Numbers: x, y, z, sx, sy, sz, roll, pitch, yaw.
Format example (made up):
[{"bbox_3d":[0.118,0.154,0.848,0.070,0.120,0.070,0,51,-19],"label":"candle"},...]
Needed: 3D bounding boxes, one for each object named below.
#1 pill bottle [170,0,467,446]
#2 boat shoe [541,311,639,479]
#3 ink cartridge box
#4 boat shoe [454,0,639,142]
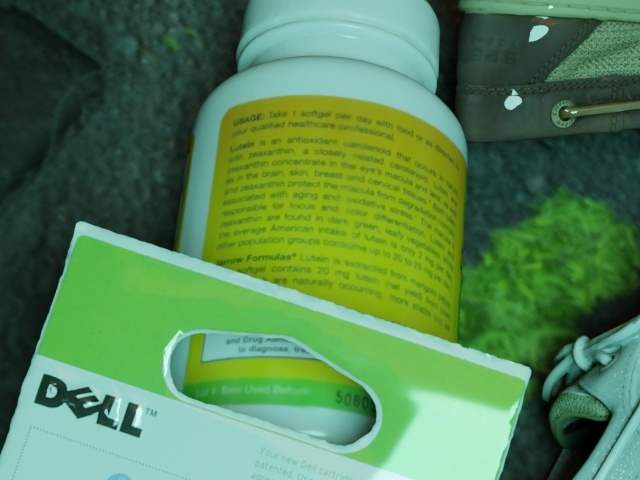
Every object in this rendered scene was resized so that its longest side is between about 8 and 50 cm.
[{"bbox_3d":[0.000,0.000,0.677,0.136,0.136,0.246,10,65,-8],"label":"pill bottle"},{"bbox_3d":[0.121,0.121,0.665,0.103,0.118,0.320,28,73,5],"label":"boat shoe"},{"bbox_3d":[-0.042,0.145,0.562,0.189,0.097,0.255,18,85,5],"label":"ink cartridge box"},{"bbox_3d":[0.221,-0.079,0.781,0.342,0.123,0.123,4,94,-29],"label":"boat shoe"}]
